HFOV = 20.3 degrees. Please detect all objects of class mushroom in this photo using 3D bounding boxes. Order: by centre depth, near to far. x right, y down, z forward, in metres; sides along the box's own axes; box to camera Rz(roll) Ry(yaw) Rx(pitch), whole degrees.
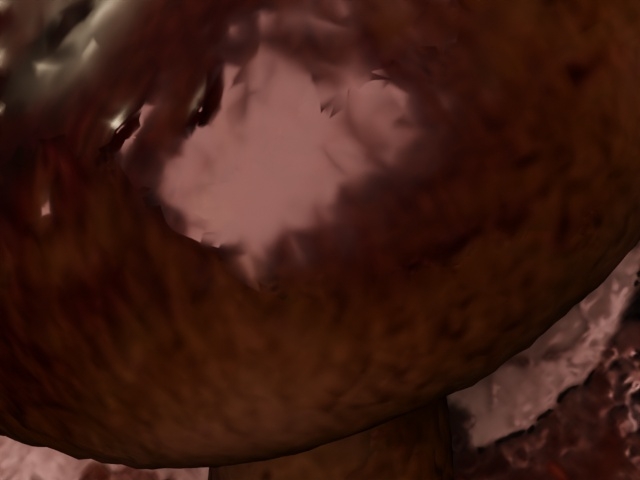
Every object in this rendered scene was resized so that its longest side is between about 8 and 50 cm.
[{"bbox_3d":[0.006,-0.010,0.597,0.356,0.331,0.334,49,60,-4],"label":"mushroom"}]
